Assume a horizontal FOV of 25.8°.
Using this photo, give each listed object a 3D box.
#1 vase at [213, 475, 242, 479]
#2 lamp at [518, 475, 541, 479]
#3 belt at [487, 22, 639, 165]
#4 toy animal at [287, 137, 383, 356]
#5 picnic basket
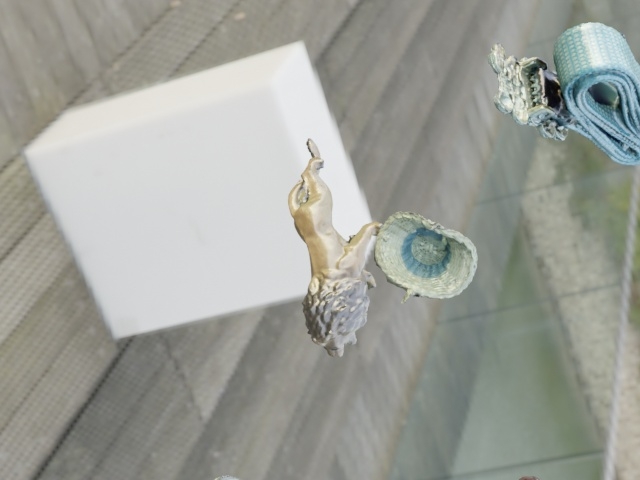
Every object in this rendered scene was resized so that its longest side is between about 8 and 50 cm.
[{"bbox_3d":[-0.144,0.351,1.476,0.128,0.248,0.128,29,26,-15],"label":"vase"},{"bbox_3d":[0.056,0.221,0.549,0.118,0.118,0.253,17,74,-65],"label":"lamp"},{"bbox_3d":[0.212,-0.103,1.087,0.179,0.100,0.065,34,43,-52],"label":"belt"},{"bbox_3d":[0.015,-0.002,1.275,0.086,0.069,0.219,3,57,-25],"label":"toy animal"},{"bbox_3d":[0.082,0.014,1.100,0.083,0.083,0.065,-51,166,-79],"label":"picnic basket"}]
